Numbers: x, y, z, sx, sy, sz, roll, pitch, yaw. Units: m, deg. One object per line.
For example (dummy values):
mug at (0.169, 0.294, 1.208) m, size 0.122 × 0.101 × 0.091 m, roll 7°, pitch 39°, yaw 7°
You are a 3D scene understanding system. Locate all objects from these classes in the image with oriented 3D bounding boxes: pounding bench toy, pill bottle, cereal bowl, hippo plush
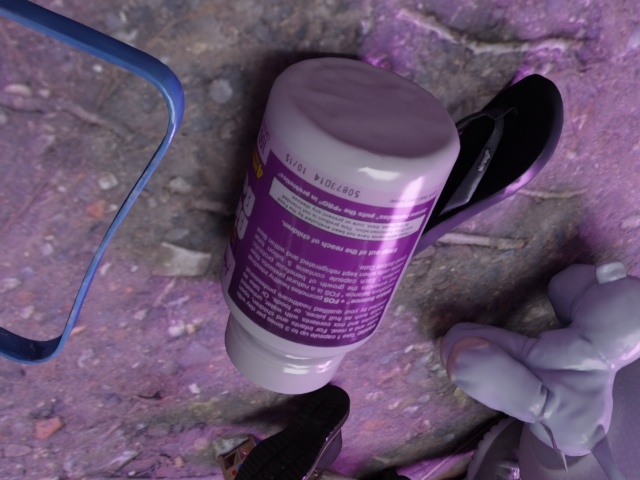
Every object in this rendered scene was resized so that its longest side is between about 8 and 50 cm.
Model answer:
pounding bench toy at (-0.087, 0.315, 1.099) m, size 0.065 × 0.083 × 0.052 m, roll -35°, pitch 138°, yaw 9°
pill bottle at (0.000, 0.000, 0.762) m, size 0.169 × 0.169 × 0.302 m, roll -2°, pitch 132°, yaw -27°
cereal bowl at (0.399, 0.277, 1.163) m, size 0.141 × 0.339 × 0.339 m, roll 28°, pitch 117°, yaw -18°
hippo plush at (0.305, 0.124, 1.031) m, size 0.234 × 0.294 × 0.237 m, roll 32°, pitch 94°, yaw -13°

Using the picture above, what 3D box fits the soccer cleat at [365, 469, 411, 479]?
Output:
soccer cleat at (0.036, 0.476, 1.301) m, size 0.289 × 0.121 × 0.093 m, roll -30°, pitch 140°, yaw 2°

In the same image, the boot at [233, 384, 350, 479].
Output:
boot at (-0.029, 0.299, 1.083) m, size 0.198 × 0.076 × 0.137 m, roll -38°, pitch 150°, yaw -27°

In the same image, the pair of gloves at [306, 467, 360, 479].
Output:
pair of gloves at (-0.003, 0.444, 1.230) m, size 0.204 × 0.042 × 0.240 m, roll 39°, pitch 111°, yaw -9°

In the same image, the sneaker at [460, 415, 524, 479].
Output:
sneaker at (0.286, 0.399, 1.309) m, size 0.281 × 0.115 × 0.105 m, roll -50°, pitch 146°, yaw -23°

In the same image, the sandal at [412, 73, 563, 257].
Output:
sandal at (0.137, -0.066, 0.824) m, size 0.254 × 0.097 × 0.054 m, roll -43°, pitch 137°, yaw 16°

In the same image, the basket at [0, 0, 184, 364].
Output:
basket at (-0.256, -0.063, 0.509) m, size 0.288 × 0.201 × 0.255 m, roll 30°, pitch 118°, yaw -10°

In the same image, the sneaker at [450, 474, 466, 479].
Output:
sneaker at (0.233, 0.467, 1.446) m, size 0.092 × 0.088 × 0.225 m, roll 37°, pitch 110°, yaw -25°
